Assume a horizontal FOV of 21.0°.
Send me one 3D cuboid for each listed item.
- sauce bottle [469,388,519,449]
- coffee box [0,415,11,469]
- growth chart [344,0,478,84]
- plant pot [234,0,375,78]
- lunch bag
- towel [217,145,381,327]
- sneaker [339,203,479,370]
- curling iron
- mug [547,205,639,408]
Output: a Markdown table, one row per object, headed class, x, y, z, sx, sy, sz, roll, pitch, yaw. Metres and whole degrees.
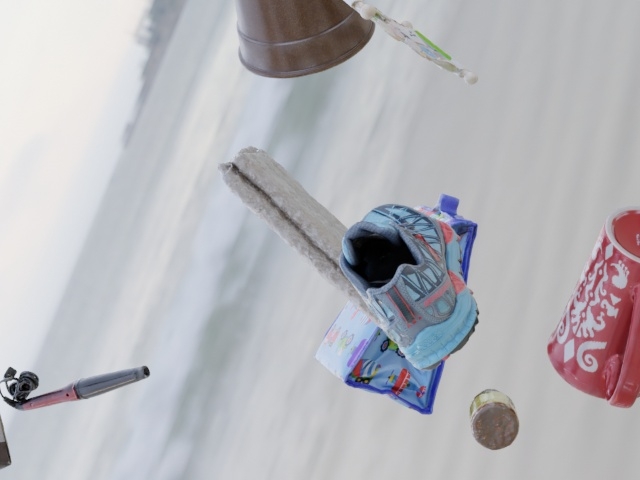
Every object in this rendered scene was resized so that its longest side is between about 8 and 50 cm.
| class | x | y | z | sx | sy | sz | roll | pitch | yaw |
| --- | --- | --- | --- | --- | --- | --- | --- | --- | --- |
| sauce bottle | 0.146 | 0.147 | 1.463 | 0.128 | 0.042 | 0.042 | -55 | -12 | -83 |
| coffee box | -0.494 | 0.210 | 1.818 | 0.168 | 0.297 | 0.118 | -26 | 72 | 27 |
| growth chart | 0.077 | -0.234 | 1.876 | 0.021 | 0.237 | 0.172 | -55 | 50 | 9 |
| plant pot | -0.037 | -0.300 | 1.989 | 0.167 | 0.167 | 0.165 | -77 | -25 | -50 |
| lunch bag | 0.120 | 0.070 | 2.417 | 0.221 | 0.138 | 0.293 | -155 | 86 | -77 |
| towel | 0.000 | 0.000 | 1.962 | 0.049 | 0.282 | 0.187 | -47 | 0 | 8 |
| sneaker | 0.075 | 0.012 | 1.677 | 0.104 | 0.125 | 0.262 | -40 | 26 | 7 |
| curling iron | -0.340 | 0.198 | 2.359 | 0.274 | 0.068 | 0.035 | -8 | 42 | 36 |
| mug | 0.307 | 0.070 | 1.677 | 0.150 | 0.113 | 0.169 | 56 | 145 | 40 |
